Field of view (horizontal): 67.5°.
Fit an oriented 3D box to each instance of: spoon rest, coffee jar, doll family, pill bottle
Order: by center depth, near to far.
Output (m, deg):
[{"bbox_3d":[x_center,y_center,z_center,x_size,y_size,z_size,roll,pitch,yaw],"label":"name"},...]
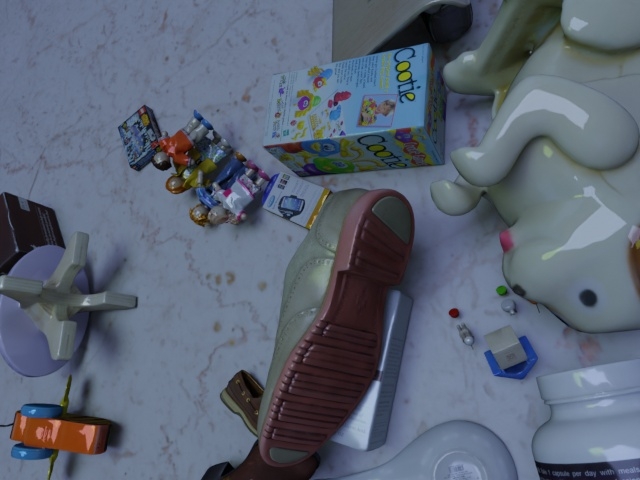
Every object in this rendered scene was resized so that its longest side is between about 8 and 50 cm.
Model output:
[{"bbox_3d":[0.340,0.297,0.501,0.181,0.181,0.323,-18,68,21],"label":"pill bottle"},{"bbox_3d":[0.129,0.335,0.666,0.276,0.084,0.137,-13,70,9],"label":"spoon rest"},{"bbox_3d":[0.199,-0.448,0.845,0.079,0.096,0.184,-22,65,16],"label":"coffee jar"},{"bbox_3d":[-0.220,-0.118,0.960,0.263,0.118,0.163,42,86,15],"label":"doll family"}]

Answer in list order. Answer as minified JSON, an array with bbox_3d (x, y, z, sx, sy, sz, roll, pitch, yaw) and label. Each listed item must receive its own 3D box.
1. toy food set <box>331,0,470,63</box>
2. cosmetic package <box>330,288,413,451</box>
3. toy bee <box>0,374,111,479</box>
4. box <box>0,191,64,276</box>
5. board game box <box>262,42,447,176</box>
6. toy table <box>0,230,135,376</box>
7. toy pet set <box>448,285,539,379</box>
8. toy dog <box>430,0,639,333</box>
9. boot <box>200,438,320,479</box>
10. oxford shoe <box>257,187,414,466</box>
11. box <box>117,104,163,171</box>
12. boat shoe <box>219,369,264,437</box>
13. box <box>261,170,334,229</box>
[{"bbox_3d":[0.122,-0.399,0.814,0.306,0.092,0.220,-22,62,54],"label":"toy food set"},{"bbox_3d":[0.057,0.184,0.733,0.117,0.085,0.231,7,79,28],"label":"cosmetic package"},{"bbox_3d":[-0.550,0.362,0.962,0.298,0.162,0.195,26,78,5],"label":"toy bee"},{"bbox_3d":[-0.812,0.083,1.166,0.381,0.143,0.191,-39,61,13],"label":"box"},{"bbox_3d":[0.061,-0.207,0.814,0.275,0.142,0.144,-1,74,27],"label":"board game box"},{"bbox_3d":[-0.531,0.126,0.971,0.161,0.252,0.274,-21,74,38],"label":"toy table"},{"bbox_3d":[0.261,0.130,0.675,0.122,0.065,0.114,-28,30,14],"label":"toy pet set"},{"bbox_3d":[0.332,-0.088,0.603,0.395,0.284,0.408,7,73,-9],"label":"toy dog"},{"bbox_3d":[-0.130,0.415,0.639,0.264,0.280,0.096,-27,109,26],"label":"boot"},{"bbox_3d":[0.003,0.112,0.681,0.146,0.140,0.397,16,80,53],"label":"oxford shoe"},{"bbox_3d":[-0.424,-0.243,1.133,0.094,0.027,0.137,-34,63,12],"label":"box"},{"bbox_3d":[-0.093,0.280,0.789,0.178,0.064,0.060,29,91,33],"label":"boat shoe"},{"bbox_3d":[-0.048,-0.076,0.896,0.136,0.028,0.081,25,87,33],"label":"box"}]
